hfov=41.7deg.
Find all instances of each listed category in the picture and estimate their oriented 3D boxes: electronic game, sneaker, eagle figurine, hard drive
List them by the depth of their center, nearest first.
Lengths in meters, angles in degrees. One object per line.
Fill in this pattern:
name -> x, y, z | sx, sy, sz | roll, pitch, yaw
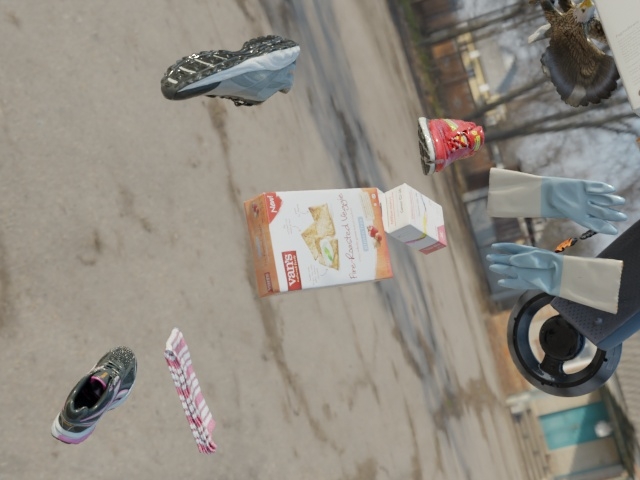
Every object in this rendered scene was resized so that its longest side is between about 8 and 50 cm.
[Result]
sneaker -> -0.316, 0.213, 1.217 | 0.077, 0.072, 0.178 | -61, -177, 38
sneaker -> -0.140, -0.264, 1.394 | 0.271, 0.100, 0.108 | -23, 126, -37
hard drive -> 0.535, 0.069, 1.442 | 0.054, 0.254, 0.172 | 44, 5, -27
sneaker -> 0.255, -0.196, 1.624 | 0.279, 0.118, 0.107 | -47, 132, -67
electronic game -> 0.470, 0.189, 1.630 | 0.048, 0.229, 0.229 | -1, 73, -53
eagle figurine -> 0.534, -0.407, 1.661 | 0.298, 0.226, 0.225 | 54, 33, 14

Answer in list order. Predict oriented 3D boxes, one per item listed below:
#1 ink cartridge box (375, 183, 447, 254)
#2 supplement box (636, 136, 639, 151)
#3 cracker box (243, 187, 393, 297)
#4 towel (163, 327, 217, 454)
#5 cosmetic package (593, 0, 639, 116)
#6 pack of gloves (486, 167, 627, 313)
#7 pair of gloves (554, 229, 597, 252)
ink cartridge box -> 0.216, -0.056, 2.000 | 0.198, 0.067, 0.115 | 25, 50, -43
supplement box -> 0.649, -0.161, 1.607 | 0.062, 0.036, 0.099 | 125, -49, -75
cracker box -> 0.000, 0.000, 1.348 | 0.232, 0.067, 0.156 | -6, 82, -37
towel -> -0.218, 0.251, 1.423 | 0.144, 0.029, 0.197 | -127, -162, -79
cosmetic package -> 0.580, -0.341, 1.378 | 0.217, 0.156, 0.385 | 25, 47, -36
pack of gloves -> 0.372, -0.007, 1.323 | 0.046, 0.232, 0.195 | -15, 111, -47
pair of gloves -> 0.429, -0.003, 1.391 | 0.010, 0.083, 0.074 | 60, 33, 1
